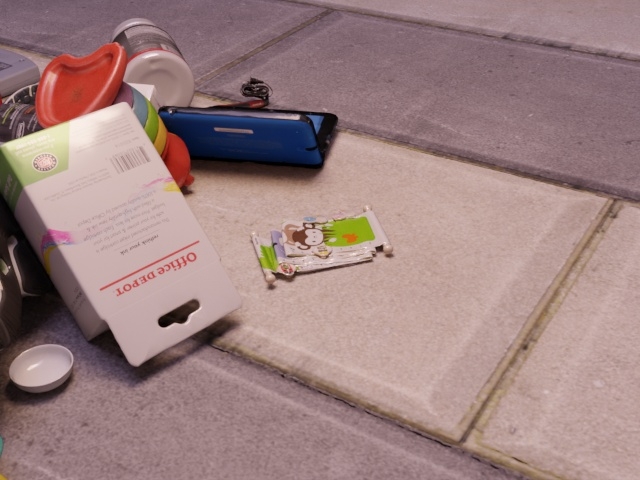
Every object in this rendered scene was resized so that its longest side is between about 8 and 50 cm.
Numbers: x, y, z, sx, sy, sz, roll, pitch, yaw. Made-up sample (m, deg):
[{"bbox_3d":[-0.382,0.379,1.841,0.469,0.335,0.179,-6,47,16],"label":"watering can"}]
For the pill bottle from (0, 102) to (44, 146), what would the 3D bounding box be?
[{"bbox_3d":[-0.493,-0.187,1.566,0.245,0.131,0.130,9,35,16],"label":"pill bottle"}]

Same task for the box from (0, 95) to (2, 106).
[{"bbox_3d":[-0.747,-0.358,1.723,0.122,0.257,0.128,-13,35,-20],"label":"box"}]

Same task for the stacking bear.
[{"bbox_3d":[-0.333,-0.179,1.425,0.175,0.289,0.164,-5,62,28],"label":"stacking bear"}]

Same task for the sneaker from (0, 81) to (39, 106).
[{"bbox_3d":[-0.589,-0.300,1.795,0.122,0.110,0.283,1,27,38],"label":"sneaker"}]

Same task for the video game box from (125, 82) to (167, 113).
[{"bbox_3d":[-0.388,-0.243,1.604,0.205,0.187,0.048,8,71,14],"label":"video game box"}]

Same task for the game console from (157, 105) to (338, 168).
[{"bbox_3d":[-0.131,-0.243,1.594,0.293,0.250,0.173,5,69,11],"label":"game console"}]

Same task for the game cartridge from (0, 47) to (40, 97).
[{"bbox_3d":[-0.827,-0.407,1.988,0.297,0.062,0.198,20,35,30],"label":"game cartridge"}]

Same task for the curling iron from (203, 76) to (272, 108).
[{"bbox_3d":[-0.228,-0.289,1.785,0.274,0.035,0.068,-24,76,-24],"label":"curling iron"}]

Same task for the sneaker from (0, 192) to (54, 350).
[{"bbox_3d":[-0.535,0.076,1.141,0.257,0.169,0.447,-27,17,1],"label":"sneaker"}]

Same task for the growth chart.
[{"bbox_3d":[0.000,0.000,1.359,0.237,0.021,0.172,-12,34,-16],"label":"growth chart"}]

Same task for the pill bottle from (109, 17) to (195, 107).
[{"bbox_3d":[-0.386,-0.387,1.835,0.161,0.161,0.283,-13,35,-15],"label":"pill bottle"}]

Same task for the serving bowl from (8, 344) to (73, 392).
[{"bbox_3d":[-0.372,0.176,1.106,0.083,0.027,0.083,-2,34,1],"label":"serving bowl"}]

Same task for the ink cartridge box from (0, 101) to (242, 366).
[{"bbox_3d":[-0.291,0.000,1.193,0.207,0.119,0.354,-28,84,-34],"label":"ink cartridge box"}]

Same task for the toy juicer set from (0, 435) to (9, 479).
[{"bbox_3d":[-0.450,0.283,0.919,0.209,0.090,0.329,-38,29,-17],"label":"toy juicer set"}]
